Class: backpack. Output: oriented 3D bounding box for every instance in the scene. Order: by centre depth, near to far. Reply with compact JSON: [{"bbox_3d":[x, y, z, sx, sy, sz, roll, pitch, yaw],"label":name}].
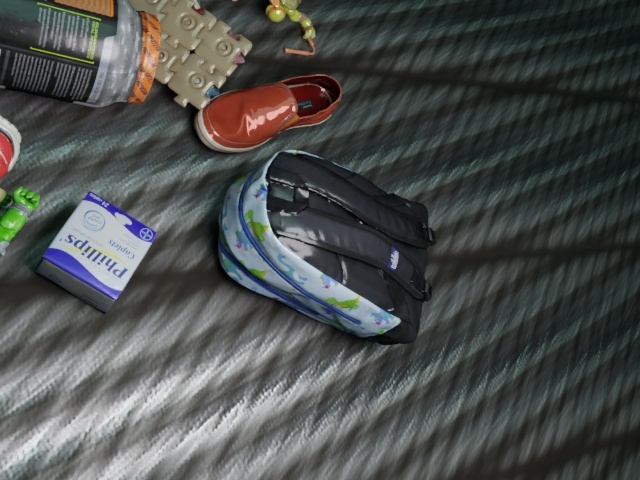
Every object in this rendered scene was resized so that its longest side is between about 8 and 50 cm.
[{"bbox_3d":[0.000,0.000,1.273,0.356,0.273,0.290,33,54,-43],"label":"backpack"}]

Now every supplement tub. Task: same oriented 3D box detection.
[{"bbox_3d":[-0.427,-0.321,1.161,0.316,0.194,0.193,9,64,-29],"label":"supplement tub"}]

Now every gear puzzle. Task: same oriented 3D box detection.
[{"bbox_3d":[-0.305,-0.382,1.339,0.339,0.044,0.175,36,81,0],"label":"gear puzzle"}]

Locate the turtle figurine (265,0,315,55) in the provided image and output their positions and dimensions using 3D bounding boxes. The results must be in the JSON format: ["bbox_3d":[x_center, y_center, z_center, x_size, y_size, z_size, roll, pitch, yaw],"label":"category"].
[{"bbox_3d":[-0.085,-0.526,1.520,0.270,0.087,0.217,32,51,-31],"label":"turtle figurine"}]

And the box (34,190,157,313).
[{"bbox_3d":[-0.343,0.018,1.136,0.126,0.072,0.137,34,55,-15],"label":"box"}]

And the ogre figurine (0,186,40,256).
[{"bbox_3d":[-0.512,-0.037,1.041,0.197,0.097,0.118,25,45,-35],"label":"ogre figurine"}]

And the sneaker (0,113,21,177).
[{"bbox_3d":[-0.577,-0.165,1.053,0.279,0.107,0.118,22,65,-22],"label":"sneaker"}]

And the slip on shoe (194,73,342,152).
[{"bbox_3d":[-0.093,-0.253,1.402,0.331,0.101,0.123,-21,83,-36],"label":"slip on shoe"}]

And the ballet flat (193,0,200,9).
[{"bbox_3d":[-0.255,-0.462,1.413,0.073,0.067,0.206,-5,72,-34],"label":"ballet flat"}]
